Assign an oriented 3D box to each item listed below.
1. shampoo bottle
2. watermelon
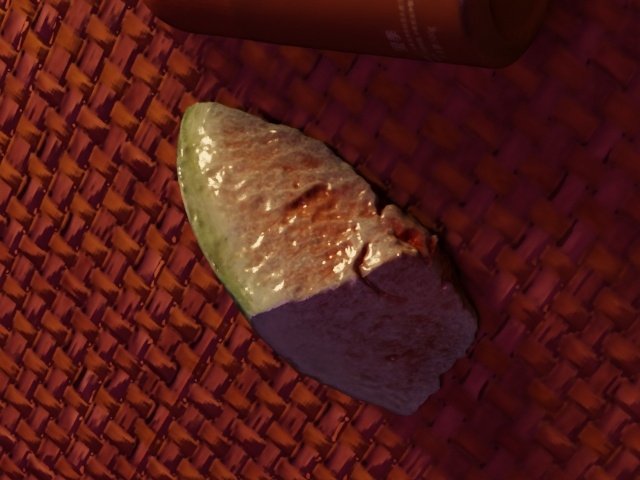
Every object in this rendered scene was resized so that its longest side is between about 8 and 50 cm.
[{"bbox_3d":[-0.023,-0.127,0.744,0.244,0.085,0.085,12,117,30],"label":"shampoo bottle"},{"bbox_3d":[-0.008,0.005,0.814,0.180,0.081,0.094,38,100,7],"label":"watermelon"}]
